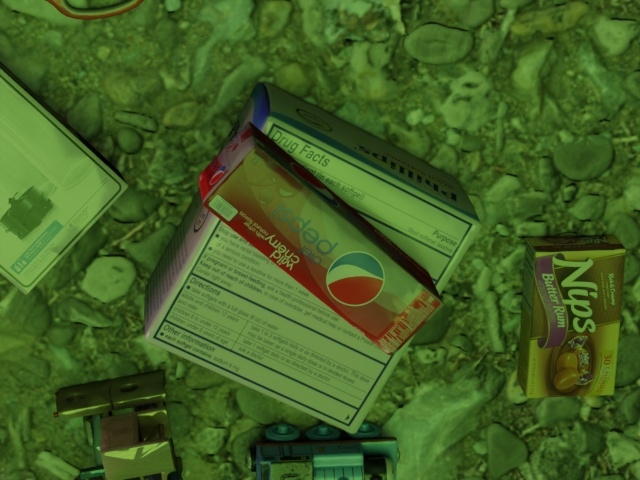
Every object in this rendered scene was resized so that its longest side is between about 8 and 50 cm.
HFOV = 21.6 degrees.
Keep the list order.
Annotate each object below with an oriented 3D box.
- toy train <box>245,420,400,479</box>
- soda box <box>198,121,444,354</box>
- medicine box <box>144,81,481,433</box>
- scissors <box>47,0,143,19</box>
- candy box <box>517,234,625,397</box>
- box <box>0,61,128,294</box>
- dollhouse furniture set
[{"bbox_3d":[0.006,0.264,1.960,0.184,0.105,0.080,0,111,-7],"label":"toy train"},{"bbox_3d":[0.000,0.000,1.708,0.263,0.092,0.083,40,100,-18],"label":"soda box"},{"bbox_3d":[-0.015,0.020,1.843,0.263,0.149,0.289,26,105,-15],"label":"medicine box"},{"bbox_3d":[-0.331,-0.265,1.766,0.297,0.021,0.109,-14,113,-4],"label":"scissors"},{"bbox_3d":[0.292,0.089,1.959,0.109,0.053,0.187,-1,112,-7],"label":"candy box"},{"bbox_3d":[-0.367,-0.101,1.776,0.169,0.087,0.290,-45,109,0],"label":"box"},{"bbox_3d":[-0.225,0.250,1.883,0.129,0.184,0.129,-10,111,-3],"label":"dollhouse furniture set"}]
